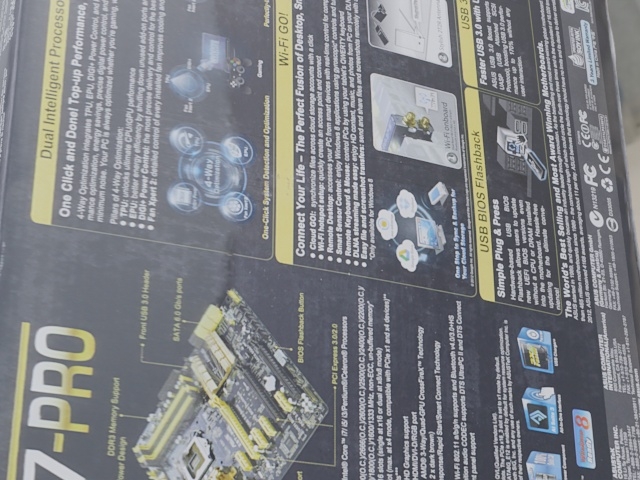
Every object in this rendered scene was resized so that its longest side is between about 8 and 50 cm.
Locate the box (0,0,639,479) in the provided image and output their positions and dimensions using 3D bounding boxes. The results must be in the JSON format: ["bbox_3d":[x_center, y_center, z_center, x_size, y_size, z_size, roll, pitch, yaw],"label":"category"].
[{"bbox_3d":[0.000,0.000,0.609,0.318,0.395,0.097,11,-28,-25],"label":"box"}]
